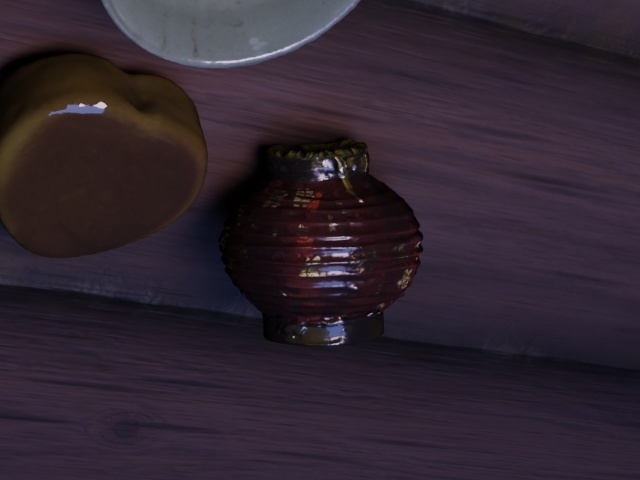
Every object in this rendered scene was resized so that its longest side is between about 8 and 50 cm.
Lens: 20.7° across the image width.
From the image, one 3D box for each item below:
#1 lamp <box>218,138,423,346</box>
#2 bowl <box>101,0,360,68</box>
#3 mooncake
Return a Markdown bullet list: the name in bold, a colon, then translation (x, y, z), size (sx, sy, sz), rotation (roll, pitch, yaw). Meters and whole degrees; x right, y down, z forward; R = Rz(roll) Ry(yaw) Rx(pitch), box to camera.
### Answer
- **lamp**: translation (0.000, 0.000, 1.978), size (0.247, 0.247, 0.247), rotation (-12, 138, -11)
- **bowl**: translation (-0.087, -0.316, 1.651), size (0.289, 0.146, 0.289), rotation (-13, 137, -12)
- **mooncake**: translation (-0.247, -0.087, 1.849), size (0.234, 0.117, 0.235), rotation (-11, 139, -9)
